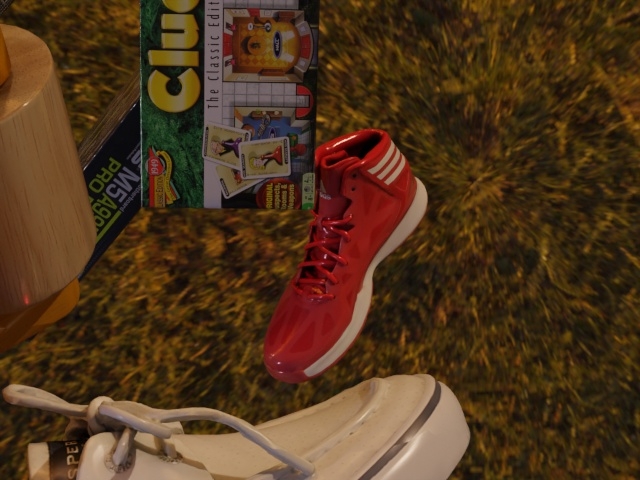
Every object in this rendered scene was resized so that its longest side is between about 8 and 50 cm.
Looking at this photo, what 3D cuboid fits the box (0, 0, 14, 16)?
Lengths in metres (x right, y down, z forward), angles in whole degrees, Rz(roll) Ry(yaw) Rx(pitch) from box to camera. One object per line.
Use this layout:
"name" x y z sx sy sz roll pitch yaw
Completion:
"box" -0.380 -0.223 1.096 0.045 0.184 0.190 31 76 23

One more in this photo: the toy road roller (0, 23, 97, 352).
"toy road roller" -0.237 0.041 0.602 0.329 0.202 0.240 -32 48 -26

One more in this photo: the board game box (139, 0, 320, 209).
"board game box" -0.068 -0.151 0.906 0.136 0.030 0.259 0 104 -3

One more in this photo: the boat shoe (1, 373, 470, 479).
"boat shoe" -0.104 0.134 0.599 0.367 0.136 0.156 -30 94 -13

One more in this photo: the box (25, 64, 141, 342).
"box" -0.187 -0.065 1.077 0.060 0.216 0.270 36 115 -15

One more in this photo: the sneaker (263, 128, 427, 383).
"sneaker" 0.000 0.000 0.998 0.087 0.128 0.221 13 62 34
